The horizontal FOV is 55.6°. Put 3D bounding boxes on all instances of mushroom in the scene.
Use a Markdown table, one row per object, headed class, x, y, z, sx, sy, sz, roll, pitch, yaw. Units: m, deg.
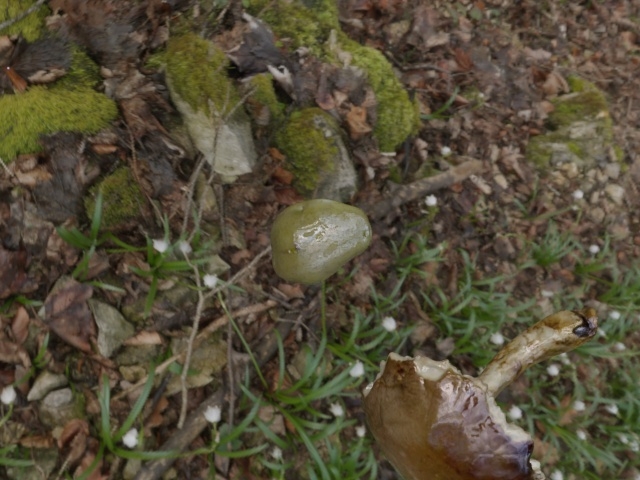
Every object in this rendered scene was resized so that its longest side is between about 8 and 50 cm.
| class | x | y | z | sx | sy | sz | roll | pitch | yaw |
| --- | --- | --- | --- | --- | --- | --- | --- | --- | --- |
| mushroom | 0.214 | 0.222 | 0.779 | 0.302 | 0.233 | 0.207 | -7 | 76 | -29 |

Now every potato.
| class | x | y | z | sx | sy | sz | roll | pitch | yaw |
| --- | --- | --- | --- | --- | --- | --- | --- | --- | --- |
| potato | 0.000 | 0.000 | 1.110 | 0.194 | 0.157 | 0.157 | -12 | 115 | 16 |
